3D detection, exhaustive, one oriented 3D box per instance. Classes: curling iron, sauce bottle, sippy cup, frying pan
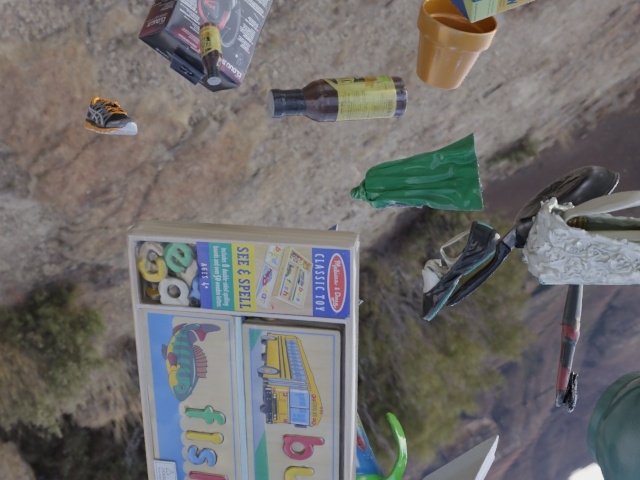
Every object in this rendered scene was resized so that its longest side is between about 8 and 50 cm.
[{"bbox_3d":[0.434,0.161,1.356,0.035,0.274,0.068,1,161,24],"label":"curling iron"},{"bbox_3d":[-0.208,-0.357,1.492,0.042,0.128,0.042,-8,154,-4],"label":"sauce bottle"},{"bbox_3d":[0.007,0.439,1.590,0.305,0.224,0.240,-5,149,-14],"label":"sippy cup"},{"bbox_3d":[0.042,-0.350,1.938,0.344,0.112,0.111,-6,155,-17],"label":"sauce bottle"},{"bbox_3d":[0.341,-0.024,1.283,0.326,0.053,0.197,-35,-174,30],"label":"frying pan"}]

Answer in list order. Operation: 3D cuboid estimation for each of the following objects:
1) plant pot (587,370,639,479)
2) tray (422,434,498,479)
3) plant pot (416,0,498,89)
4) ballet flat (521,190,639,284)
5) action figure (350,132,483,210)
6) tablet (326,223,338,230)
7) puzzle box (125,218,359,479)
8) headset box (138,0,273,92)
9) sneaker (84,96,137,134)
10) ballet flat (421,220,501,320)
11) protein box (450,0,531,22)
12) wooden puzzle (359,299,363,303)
[{"bbox_3d":[0.535,0.311,1.177,0.293,0.293,0.196,-24,-157,-21],"label":"plant pot"},{"bbox_3d":[0.267,0.502,1.601,0.145,0.030,0.270,-43,175,-45],"label":"tray"},{"bbox_3d":[0.340,-0.513,2.061,0.205,0.205,0.188,-19,142,-33],"label":"plant pot"},{"bbox_3d":[0.486,-0.003,1.065,0.408,0.147,0.147,-1,167,12],"label":"ballet flat"},{"bbox_3d":[0.163,-0.101,1.366,0.232,0.137,0.063,-8,163,17],"label":"action figure"},{"bbox_3d":[0.000,0.000,1.579,0.083,0.006,0.054,-30,-158,22],"label":"tablet"},{"bbox_3d":[-0.088,0.179,0.963,0.271,0.409,0.052,3,-159,9],"label":"puzzle box"},{"bbox_3d":[-0.242,-0.479,1.681,0.110,0.293,0.218,0,156,45],"label":"headset box"},{"bbox_3d":[-0.513,-0.301,1.894,0.084,0.214,0.083,0,103,-44],"label":"sneaker"},{"bbox_3d":[0.300,0.061,1.798,0.280,0.096,0.095,-51,178,24],"label":"ballet flat"},{"bbox_3d":[0.311,-0.526,1.393,0.201,0.200,0.136,-22,144,-11],"label":"protein box"},{"bbox_3d":[0.050,0.135,1.509,0.083,0.006,0.049,-26,157,-24],"label":"wooden puzzle"}]
